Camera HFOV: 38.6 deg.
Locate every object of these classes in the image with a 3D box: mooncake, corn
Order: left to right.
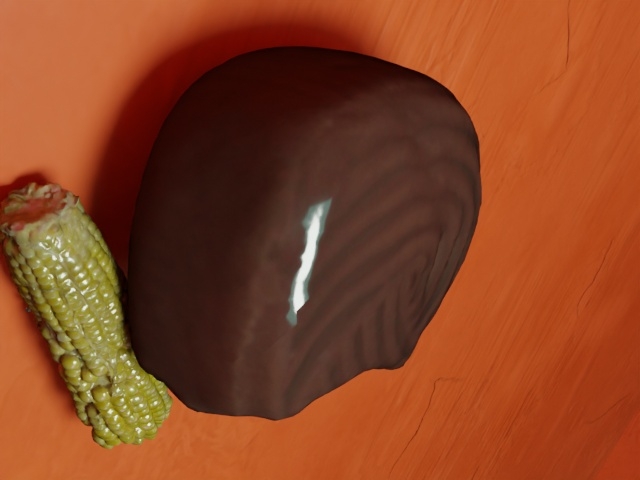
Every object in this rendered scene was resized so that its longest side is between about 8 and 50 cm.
[{"bbox_3d":[-0.180,0.075,0.726,0.086,0.086,0.288,-36,141,-23],"label":"corn"},{"bbox_3d":[0.000,0.000,0.738,0.334,0.174,0.326,-62,151,-19],"label":"mooncake"}]
